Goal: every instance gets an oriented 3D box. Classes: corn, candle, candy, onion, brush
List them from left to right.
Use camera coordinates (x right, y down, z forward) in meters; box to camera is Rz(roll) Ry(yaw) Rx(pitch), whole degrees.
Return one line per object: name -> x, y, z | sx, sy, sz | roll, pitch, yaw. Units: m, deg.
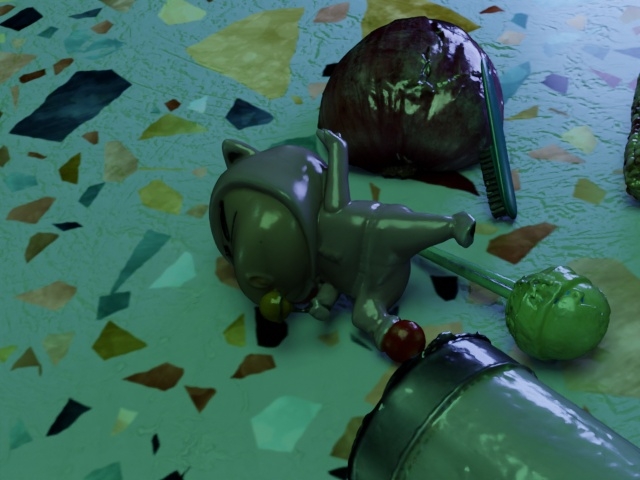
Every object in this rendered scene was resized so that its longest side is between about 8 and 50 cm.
onion -> 0.110, -0.207, 1.322 | 0.227, 0.120, 0.284 | 1, 44, 5
candy -> 0.148, 0.028, 1.110 | 0.335, 0.092, 0.093 | 29, 92, 43
brush -> 0.190, -0.113, 1.211 | 0.032, 0.043, 0.193 | -15, 72, 22
candle -> 0.181, 0.221, 0.816 | 0.187, 0.187, 0.330 | -36, 50, -25
corn -> 0.398, -0.155, 1.230 | 0.092, 0.092, 0.281 | 10, 48, 20

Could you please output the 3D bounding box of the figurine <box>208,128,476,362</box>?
figurine -> 0.000, 0.000, 1.096 | 0.287, 0.176, 0.186 | 26, 40, 20
